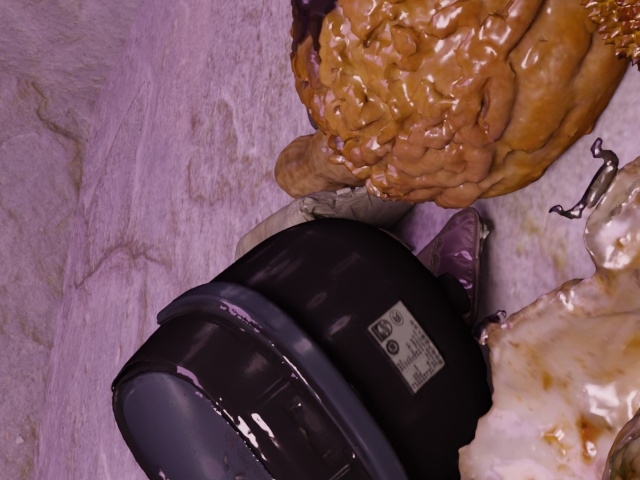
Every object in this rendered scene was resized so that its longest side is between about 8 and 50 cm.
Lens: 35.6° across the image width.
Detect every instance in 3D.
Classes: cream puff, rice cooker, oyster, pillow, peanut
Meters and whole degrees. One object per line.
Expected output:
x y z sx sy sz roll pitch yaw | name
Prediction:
0.091 -0.195 0.809 0.343 0.231 0.327 -33 48 57 | cream puff
-0.007 0.119 0.758 0.224 0.267 0.267 -35 1 -33 | rice cooker
0.170 0.066 0.565 0.337 0.133 0.198 -63 22 16 | oyster
0.081 0.063 0.895 0.233 0.038 0.130 -42 36 55 | pillow
0.000 0.000 1.017 0.181 0.134 0.078 -35 55 57 | pillow
0.017 -0.084 1.090 0.193 0.089 0.089 -15 61 62 | peanut

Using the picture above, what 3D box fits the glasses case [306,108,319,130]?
0.079 -0.253 1.078 0.323 0.074 0.131 -51 30 42 | glasses case

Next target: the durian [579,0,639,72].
0.227 -0.176 0.596 0.158 0.137 0.168 -18 88 56 | durian
